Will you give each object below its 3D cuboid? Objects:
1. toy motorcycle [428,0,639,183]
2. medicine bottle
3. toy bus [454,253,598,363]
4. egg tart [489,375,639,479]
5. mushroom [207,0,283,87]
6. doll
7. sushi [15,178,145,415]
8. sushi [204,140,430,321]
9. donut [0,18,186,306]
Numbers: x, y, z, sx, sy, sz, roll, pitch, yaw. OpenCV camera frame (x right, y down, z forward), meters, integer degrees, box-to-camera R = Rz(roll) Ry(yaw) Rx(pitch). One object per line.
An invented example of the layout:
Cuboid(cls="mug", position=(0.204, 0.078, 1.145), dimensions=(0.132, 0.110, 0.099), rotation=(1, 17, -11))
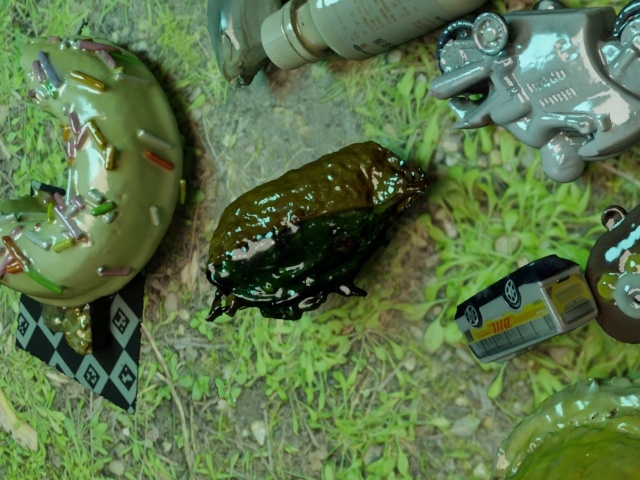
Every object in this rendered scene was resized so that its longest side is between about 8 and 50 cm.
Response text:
Cuboid(cls="toy motorcycle", position=(0.217, -0.135, 0.879), dimensions=(0.260, 0.110, 0.171), rotation=(5, 109, 43))
Cuboid(cls="medicine bottle", position=(0.047, -0.249, 0.991), dimensions=(0.252, 0.114, 0.114), rotation=(-17, 84, 38))
Cuboid(cls="toy bus", position=(0.190, 0.069, 0.903), dimensions=(0.072, 0.057, 0.172), rotation=(66, 157, 10))
Cuboid(cls="egg tart", position=(0.270, 0.307, 0.825), dimensions=(0.388, 0.169, 0.388), rotation=(6, 98, 49))
Cuboid(cls="mushroom", position=(-0.077, -0.315, 1.100), dimensions=(0.096, 0.099, 0.278), rotation=(11, 98, 32))
Cuboid(cls="doll", position=(0.317, 0.042, 0.821), dimensions=(0.188, 0.096, 0.145), rotation=(31, 121, 22))
Cuboid(cls="sushi", position=(-0.375, 0.077, 1.397), dimensions=(0.294, 0.059, 0.292), rotation=(16, 105, 36))
Cuboid(cls="sushi", position=(0.000, -0.001, 1.041), dimensions=(0.287, 0.149, 0.140), rotation=(-21, 49, 16))
Cuboid(cls="donut", position=(-0.333, -0.079, 1.261), dimensions=(0.307, 0.150, 0.371), rotation=(36, 105, 24))
